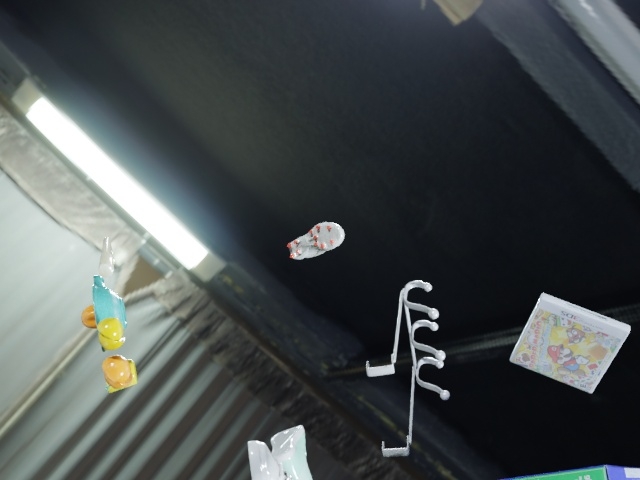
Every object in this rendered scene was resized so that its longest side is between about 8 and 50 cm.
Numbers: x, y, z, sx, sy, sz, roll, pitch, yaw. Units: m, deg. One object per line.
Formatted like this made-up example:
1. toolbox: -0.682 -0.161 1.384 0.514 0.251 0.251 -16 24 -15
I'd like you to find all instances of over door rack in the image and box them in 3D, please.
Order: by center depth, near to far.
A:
1. over door rack: 0.203 0.270 1.833 0.108 0.324 0.239 0 -60 22

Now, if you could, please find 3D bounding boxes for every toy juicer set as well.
1. toy juicer set: -0.446 0.154 1.758 0.209 0.089 0.329 160 -79 -81

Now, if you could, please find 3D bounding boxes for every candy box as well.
1. candy box: 0.475 0.524 1.701 0.317 0.122 0.268 -22 -27 34

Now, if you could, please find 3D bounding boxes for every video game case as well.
1. video game case: 0.570 0.240 1.991 0.206 0.026 0.227 21 -47 9

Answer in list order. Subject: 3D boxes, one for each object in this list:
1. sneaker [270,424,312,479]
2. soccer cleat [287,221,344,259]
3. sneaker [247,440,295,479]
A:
1. sneaker: -0.073 0.622 2.424 0.256 0.094 0.151 -58 125 -80
2. soccer cleat: 0.000 0.000 2.055 0.196 0.076 0.068 -23 -104 49
3. sneaker: -0.059 0.544 1.900 0.108 0.169 0.292 -101 178 -61
